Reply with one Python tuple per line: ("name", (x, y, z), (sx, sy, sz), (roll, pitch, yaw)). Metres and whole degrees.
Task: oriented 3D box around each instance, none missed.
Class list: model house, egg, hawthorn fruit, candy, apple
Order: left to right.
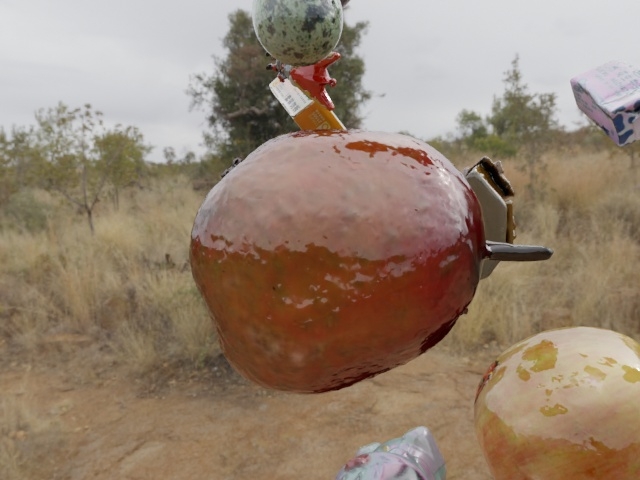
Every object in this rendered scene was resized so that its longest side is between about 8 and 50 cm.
("egg", (-0.038, -0.338, 0.775), (0.132, 0.172, 0.132), (-17, -32, -11))
("hawthorn fruit", (0.053, 0.020, 0.560), (0.369, 0.284, 0.285), (-2, 8, 10))
("model house", (0.386, -0.065, 1.236), (0.219, 0.199, 0.229), (-49, -3, 39))
("apple", (0.514, 0.357, 1.020), (0.346, 0.391, 0.391), (-40, -14, 30))
("candy", (0.486, -0.227, 0.842), (0.092, 0.073, 0.160), (-23, 34, 15))

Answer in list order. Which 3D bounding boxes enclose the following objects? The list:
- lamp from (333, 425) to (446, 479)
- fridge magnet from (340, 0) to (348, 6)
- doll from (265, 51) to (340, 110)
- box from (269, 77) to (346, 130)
("lamp", (0.134, 0.498, 0.958), (0.247, 0.247, 0.301), (-24, -10, 20))
("fridge magnet", (0.048, -0.716, 1.427), (0.113, 0.265, 0.265), (42, 11, 0))
("doll", (-0.034, -0.325, 0.996), (0.057, 0.109, 0.169), (-27, 48, -37))
("box", (0.002, -0.298, 1.357), (0.091, 0.274, 0.221), (-38, 41, 8))
